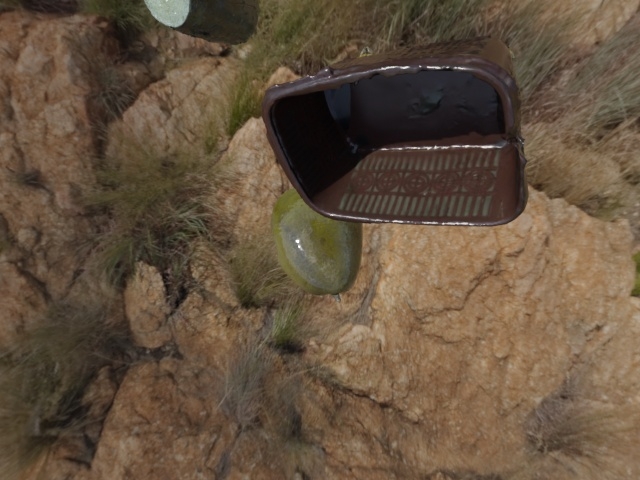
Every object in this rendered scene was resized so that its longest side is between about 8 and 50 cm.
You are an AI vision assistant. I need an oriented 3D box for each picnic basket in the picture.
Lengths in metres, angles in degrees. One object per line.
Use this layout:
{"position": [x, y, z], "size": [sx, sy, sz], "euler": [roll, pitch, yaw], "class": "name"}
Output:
{"position": [0.091, -0.133, 0.502], "size": [0.296, 0.223, 0.129], "euler": [5, 51, 33], "class": "picnic basket"}

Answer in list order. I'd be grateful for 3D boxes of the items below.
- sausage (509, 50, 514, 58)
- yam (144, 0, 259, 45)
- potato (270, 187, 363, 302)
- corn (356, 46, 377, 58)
{"position": [0.306, -0.311, 1.008], "size": [0.347, 0.123, 0.123], "euler": [-42, 87, 24], "class": "sausage"}
{"position": [-0.250, -0.513, 0.920], "size": [0.153, 0.254, 0.154], "euler": [5, 98, 36], "class": "yam"}
{"position": [0.000, 0.000, 0.814], "size": [0.174, 0.159, 0.252], "euler": [-18, 67, 11], "class": "potato"}
{"position": [0.062, -0.384, 1.134], "size": [0.293, 0.106, 0.106], "euler": [-35, 87, 48], "class": "corn"}
